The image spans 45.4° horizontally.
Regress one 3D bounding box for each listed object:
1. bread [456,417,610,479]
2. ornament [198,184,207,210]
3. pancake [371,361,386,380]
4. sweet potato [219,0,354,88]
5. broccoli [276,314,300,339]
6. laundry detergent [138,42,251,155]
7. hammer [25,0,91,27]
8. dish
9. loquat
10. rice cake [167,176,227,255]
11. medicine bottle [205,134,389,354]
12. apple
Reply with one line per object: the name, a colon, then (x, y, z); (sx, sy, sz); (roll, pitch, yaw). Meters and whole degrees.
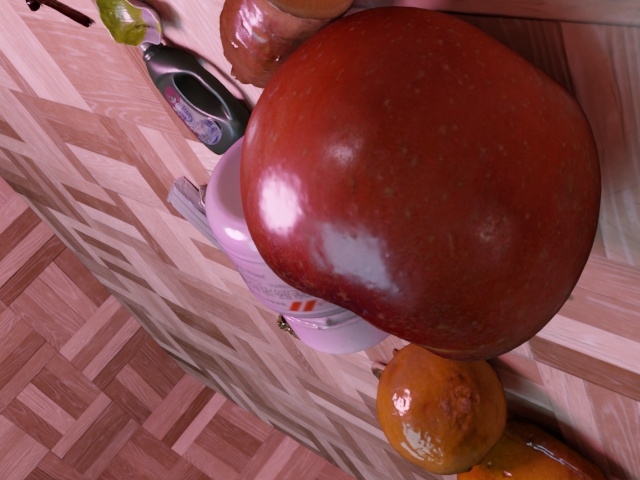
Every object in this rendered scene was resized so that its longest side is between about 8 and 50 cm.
bread: (0.397, 0.455, 1.430); (0.312, 0.172, 0.312); (33, 160, 13)
ornament: (-0.226, -0.082, 1.559); (0.092, 0.041, 0.068); (32, 138, 49)
pancake: (0.173, 0.321, 1.733); (0.139, 0.022, 0.139); (33, 159, 15)
sweet potato: (-0.055, -0.231, 0.859); (0.131, 0.131, 0.337); (41, 159, -4)
broccoli: (-0.030, 0.156, 1.604); (0.131, 0.120, 0.130); (21, 131, 1)
laundry detergent: (-0.196, -0.232, 1.185); (0.211, 0.063, 0.137); (49, 155, -17)
hammer: (-0.457, -0.403, 1.329); (0.178, 0.021, 0.065); (28, 157, 21)
dish: (-0.272, -0.333, 1.131); (0.137, 0.039, 0.091); (21, 140, 30)
loquat: (0.211, 0.285, 1.331); (0.238, 0.238, 0.193); (28, 177, 27)
rice cake: (-0.237, -0.037, 1.663); (0.237, 0.043, 0.127); (42, 157, -9)
medicine bottle: (0.000, 0.000, 1.072); (0.241, 0.241, 0.302); (23, 153, 36)
apple: (0.093, -0.050, 0.741); (0.349, 0.276, 0.348); (24, 175, 2)
